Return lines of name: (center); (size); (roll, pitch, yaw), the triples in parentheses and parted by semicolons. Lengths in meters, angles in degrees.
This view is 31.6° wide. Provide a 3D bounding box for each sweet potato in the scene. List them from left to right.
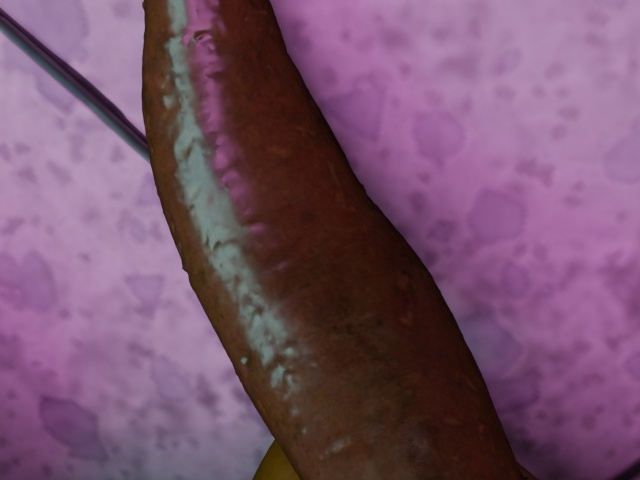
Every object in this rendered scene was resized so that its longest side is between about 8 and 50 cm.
sweet potato: (-0.004, -0.001, 0.393); (0.079, 0.108, 0.346); (-21, 83, -24)

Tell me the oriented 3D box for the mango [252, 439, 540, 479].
mango: (0.091, 0.231, 0.435); (0.222, 0.199, 0.384); (-28, 84, -9)
